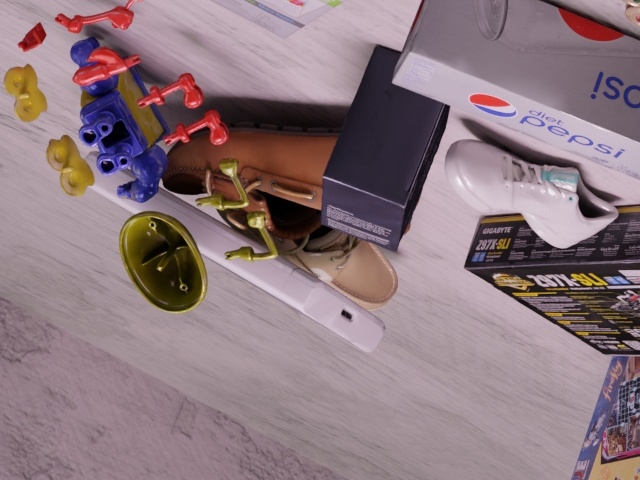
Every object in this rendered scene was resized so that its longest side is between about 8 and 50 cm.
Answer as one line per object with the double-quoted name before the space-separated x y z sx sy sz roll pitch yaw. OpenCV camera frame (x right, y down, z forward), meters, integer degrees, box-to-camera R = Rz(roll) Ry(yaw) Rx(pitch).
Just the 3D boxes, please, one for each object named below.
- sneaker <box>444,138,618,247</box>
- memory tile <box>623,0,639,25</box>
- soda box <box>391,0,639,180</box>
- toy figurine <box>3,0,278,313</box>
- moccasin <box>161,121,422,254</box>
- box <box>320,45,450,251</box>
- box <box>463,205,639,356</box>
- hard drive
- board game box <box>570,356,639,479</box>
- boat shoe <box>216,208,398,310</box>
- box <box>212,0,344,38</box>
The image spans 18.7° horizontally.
"sneaker" 0.231 -0.062 2.094 0.212 0.080 0.094 24 153 -33
"memory tile" 0.294 -0.211 1.625 0.113 0.012 0.148 11 161 28
"soda box" 0.218 -0.147 1.769 0.286 0.098 0.091 22 165 -3
"toy figurine" -0.192 -0.124 2.220 0.362 0.191 0.217 60 -170 -17
"moccasin" -0.039 -0.058 2.253 0.380 0.147 0.139 5 177 37
"box" 0.069 -0.093 2.016 0.093 0.156 0.158 20 163 5
"box" 0.365 0.052 2.262 0.257 0.079 0.322 32 160 -29
"hard drive" -0.106 0.014 2.355 0.353 0.047 0.233 29 177 27
"board game box" 0.434 0.293 2.644 0.165 0.243 0.042 28 163 -22
"boat shoe" 0.000 0.000 2.488 0.302 0.109 0.098 38 158 -31
"box" -0.055 -0.259 1.848 0.145 0.038 0.186 26 162 -18
